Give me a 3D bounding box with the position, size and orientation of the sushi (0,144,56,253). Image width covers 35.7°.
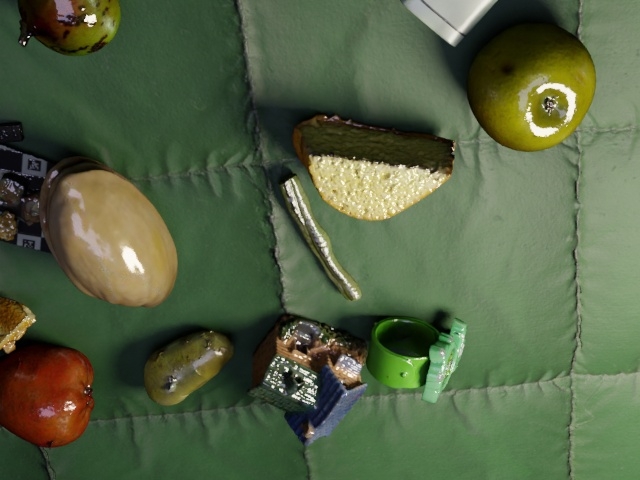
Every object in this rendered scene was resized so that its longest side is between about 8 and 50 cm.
[{"bbox_3d":[-0.513,-0.060,1.631,0.210,0.040,0.192,17,121,-13],"label":"sushi"}]

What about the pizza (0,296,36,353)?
[{"bbox_3d":[-0.587,0.161,1.731,0.175,0.134,0.046,6,161,13],"label":"pizza"}]

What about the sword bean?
[{"bbox_3d":[0.000,0.001,1.685,0.043,0.038,0.269,-10,123,34],"label":"sword bean"}]

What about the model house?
[{"bbox_3d":[-0.024,0.252,1.751,0.183,0.172,0.166,29,117,-15],"label":"model house"}]

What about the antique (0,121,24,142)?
[{"bbox_3d":[-0.572,-0.167,1.592,0.192,0.015,0.031,-4,120,2],"label":"antique"}]

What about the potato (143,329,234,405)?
[{"bbox_3d":[-0.240,0.226,1.785,0.188,0.085,0.105,-31,118,11],"label":"potato"}]

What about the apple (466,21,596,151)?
[{"bbox_3d":[0.316,-0.227,1.489,0.197,0.157,0.196,-5,120,-8],"label":"apple"}]

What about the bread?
[{"bbox_3d":[0.080,-0.106,1.573,0.260,0.129,0.134,6,127,-3],"label":"bread"}]

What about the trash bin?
[{"bbox_3d":[0.199,-0.370,1.460,0.116,0.059,0.130,35,113,-21],"label":"trash bin"}]

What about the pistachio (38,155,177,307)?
[{"bbox_3d":[-0.341,-0.003,1.608,0.181,0.162,0.293,-39,118,-14],"label":"pistachio"}]

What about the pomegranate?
[{"bbox_3d":[-0.330,-0.353,1.415,0.220,0.156,0.156,-24,117,8],"label":"pomegranate"}]

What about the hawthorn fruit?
[{"bbox_3d":[-0.503,0.268,1.751,0.202,0.185,0.185,8,119,-6],"label":"hawthorn fruit"}]

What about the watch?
[{"bbox_3d":[0.164,0.199,1.758,0.152,0.165,0.131,17,123,18],"label":"watch"}]
